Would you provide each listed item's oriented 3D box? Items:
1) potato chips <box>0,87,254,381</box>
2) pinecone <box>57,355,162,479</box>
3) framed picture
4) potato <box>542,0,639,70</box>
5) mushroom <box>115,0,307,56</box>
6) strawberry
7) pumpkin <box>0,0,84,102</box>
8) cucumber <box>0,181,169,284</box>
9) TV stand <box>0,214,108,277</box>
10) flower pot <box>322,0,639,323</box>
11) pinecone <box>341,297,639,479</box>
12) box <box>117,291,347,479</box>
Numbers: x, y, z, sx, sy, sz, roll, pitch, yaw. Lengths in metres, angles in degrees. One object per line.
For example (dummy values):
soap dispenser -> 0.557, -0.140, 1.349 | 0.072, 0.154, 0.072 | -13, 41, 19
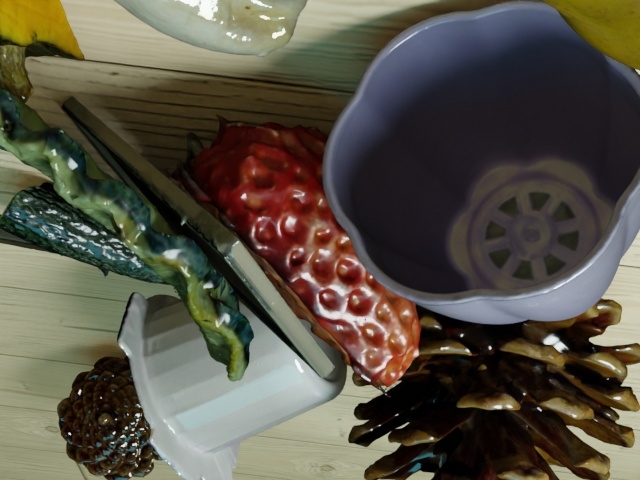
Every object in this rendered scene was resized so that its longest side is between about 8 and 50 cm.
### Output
potato chips -> -0.200, -0.016, 0.839 | 0.358, 0.070, 0.429 | 39, 171, 15
pinecone -> -0.311, 0.279, 1.433 | 0.208, 0.207, 0.207 | 5, 148, 3
framed picture -> -0.126, -0.006, 0.893 | 0.315, 0.024, 0.232 | 39, 168, 39
potato -> 0.258, -0.207, 0.592 | 0.369, 0.195, 0.176 | 22, -171, -34
mushroom -> -0.150, -0.247, 0.650 | 0.123, 0.095, 0.351 | -34, 134, 23
strawberry -> -0.009, -0.012, 0.868 | 0.280, 0.150, 0.253 | 38, 167, 34
pumpkin -> -0.293, -0.193, 0.728 | 0.131, 0.126, 0.248 | 3, 148, 10
cucumber -> -0.261, -0.001, 1.075 | 0.241, 0.074, 0.074 | 25, 144, -26
TV stand -> -0.394, -0.001, 1.129 | 0.257, 0.040, 0.049 | 11, 148, -7
flower pot -> 0.172, -0.036, 0.791 | 0.265, 0.265, 0.243 | -9, 157, 24
pinecone -> 0.179, 0.202, 1.031 | 0.385, 0.384, 0.384 | 5, 148, 3
box -> -0.087, 0.167, 1.129 | 0.206, 0.291, 0.262 | -25, 161, 19
